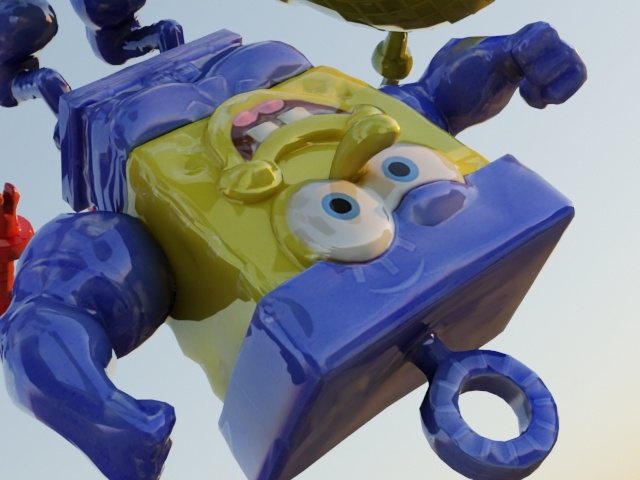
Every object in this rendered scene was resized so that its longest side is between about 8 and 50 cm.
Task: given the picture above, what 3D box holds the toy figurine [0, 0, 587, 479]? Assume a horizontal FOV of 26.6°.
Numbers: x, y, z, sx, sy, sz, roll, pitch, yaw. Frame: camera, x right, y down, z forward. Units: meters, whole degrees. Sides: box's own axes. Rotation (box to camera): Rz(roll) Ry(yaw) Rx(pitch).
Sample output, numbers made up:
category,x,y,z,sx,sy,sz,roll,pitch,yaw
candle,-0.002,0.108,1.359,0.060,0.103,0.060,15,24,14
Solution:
category,x,y,z,sx,sy,sz,roll,pitch,yaw
toy figurine,0.000,0.000,0.436,0.363,0.217,0.191,-27,-34,-37
